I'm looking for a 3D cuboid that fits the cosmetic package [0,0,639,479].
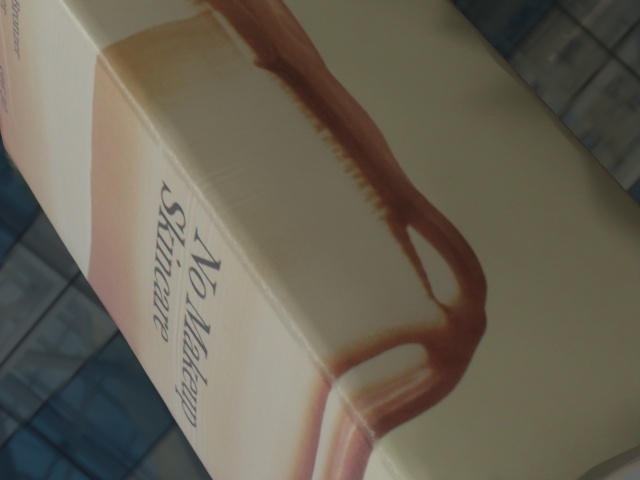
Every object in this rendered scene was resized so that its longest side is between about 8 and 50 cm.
[{"bbox_3d":[0.000,0.000,0.493,0.129,0.153,0.296,-23,-122,-25],"label":"cosmetic package"}]
